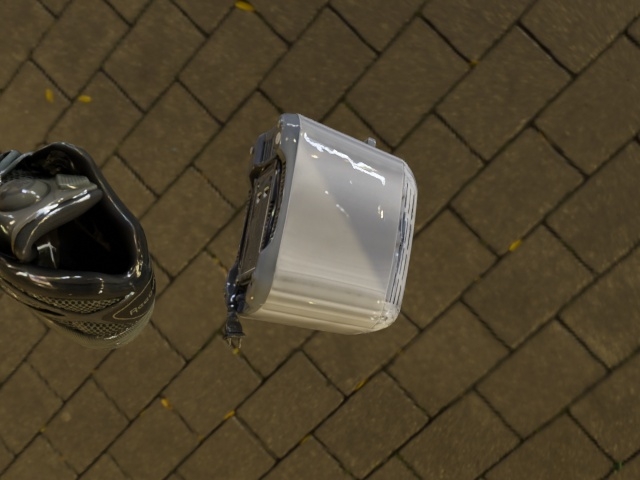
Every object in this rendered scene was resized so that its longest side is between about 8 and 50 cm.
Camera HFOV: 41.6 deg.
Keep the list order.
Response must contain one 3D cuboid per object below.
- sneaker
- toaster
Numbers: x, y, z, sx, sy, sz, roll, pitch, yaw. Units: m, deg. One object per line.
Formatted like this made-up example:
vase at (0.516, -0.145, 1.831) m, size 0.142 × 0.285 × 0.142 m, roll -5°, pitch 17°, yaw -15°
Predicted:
sneaker at (-0.192, -0.026, 0.466) m, size 0.227 × 0.087 × 0.130 m, roll 31°, pitch 151°, yaw -1°
toaster at (0.000, 0.000, 0.798) m, size 0.146 × 0.129 × 0.227 m, roll 14°, pitch 74°, yaw -18°
